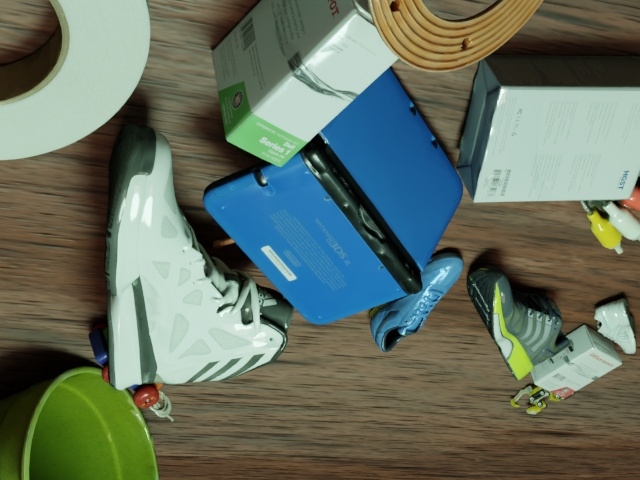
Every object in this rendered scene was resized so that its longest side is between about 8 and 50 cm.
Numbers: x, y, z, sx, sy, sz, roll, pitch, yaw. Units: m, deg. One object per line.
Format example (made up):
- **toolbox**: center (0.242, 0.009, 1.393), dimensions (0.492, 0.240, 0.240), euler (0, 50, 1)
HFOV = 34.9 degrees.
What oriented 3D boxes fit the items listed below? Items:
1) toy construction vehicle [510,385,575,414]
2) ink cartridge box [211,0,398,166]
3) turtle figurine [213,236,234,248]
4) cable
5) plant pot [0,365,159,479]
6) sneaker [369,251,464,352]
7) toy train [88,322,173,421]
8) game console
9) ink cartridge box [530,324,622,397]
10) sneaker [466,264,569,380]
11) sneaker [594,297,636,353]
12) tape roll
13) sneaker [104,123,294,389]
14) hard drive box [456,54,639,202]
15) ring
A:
- **toy construction vehicle**: center (0.427, 0.298, 1.963), dimensions (0.086, 0.035, 0.098), euler (16, 136, -44)
- **ink cartridge box**: center (-0.017, -0.217, 1.161), dimensions (0.093, 0.160, 0.219), euler (26, 128, -37)
- **turtle figurine**: center (0.000, 0.000, 1.468), dimensions (0.270, 0.087, 0.217), euler (-26, 121, 9)
- **cable**: center (0.400, -0.076, 1.492), dimensions (0.287, 0.072, 0.139), euler (23, 123, -33)
- **plant pot**: center (-0.509, 0.416, 1.662), dimensions (0.353, 0.366, 0.366), euler (-13, 141, 19)
- **sneaker**: center (0.160, 0.104, 1.635), dimensions (0.069, 0.082, 0.209), euler (24, 127, -32)
- **toy train**: center (-0.247, 0.196, 1.637), dimensions (0.143, 0.105, 0.248), euler (-33, 137, 4)
- **game console**: center (0.027, -0.061, 1.345), dimensions (0.250, 0.173, 0.293), euler (-21, 131, 22)
- **ink cartridge box**: center (0.463, 0.222, 1.860), dimensions (0.099, 0.056, 0.135), euler (28, 126, -37)
- **sneaker**: center (0.330, 0.119, 1.692), dimensions (0.121, 0.111, 0.300), euler (-30, 143, 5)
- **sneaker**: center (0.526, 0.153, 1.809), dimensions (0.061, 0.053, 0.152), euler (-11, 139, 22)
- **tape roll**: center (-0.379, -0.247, 1.110), dimensions (0.392, 0.072, 0.392), euler (-6, 139, -5)
- **sneaker**: center (-0.160, 0.030, 1.387), dimensions (0.258, 0.169, 0.447), euler (0, 134, -9)
- **hard drive box**: center (0.316, -0.147, 1.355), dimensions (0.232, 0.089, 0.181), euler (-1, 128, -12)
- **ring**: center (0.165, -0.335, 1.052), dimensions (0.337, 0.032, 0.336), euler (-27, 135, -30)
